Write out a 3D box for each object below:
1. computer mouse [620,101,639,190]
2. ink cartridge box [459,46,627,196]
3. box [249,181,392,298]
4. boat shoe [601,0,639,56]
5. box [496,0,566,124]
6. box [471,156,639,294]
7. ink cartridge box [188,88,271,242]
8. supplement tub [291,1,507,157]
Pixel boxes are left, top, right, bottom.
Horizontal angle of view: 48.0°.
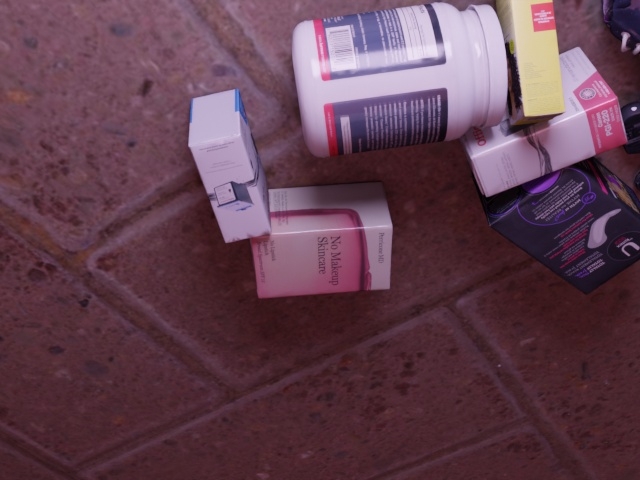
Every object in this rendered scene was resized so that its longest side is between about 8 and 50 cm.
[{"bbox_3d":[0.551,-0.152,1.214,0.071,0.041,0.242,-19,137,22],"label":"computer mouse"},{"bbox_3d":[0.319,-0.179,1.083,0.218,0.158,0.092,-23,131,14],"label":"ink cartridge box"},{"bbox_3d":[0.000,0.000,1.227,0.233,0.126,0.148,-4,130,-1],"label":"box"},{"bbox_3d":[0.490,-0.292,1.041,0.158,0.127,0.340,-7,123,9],"label":"boat shoe"},{"bbox_3d":[0.277,-0.277,0.962,0.058,0.087,0.232,-6,90,2],"label":"box"},{"bbox_3d":[0.412,-0.055,1.207,0.270,0.143,0.165,31,123,-28],"label":"box"},{"bbox_3d":[-0.138,-0.114,1.109,0.082,0.139,0.190,-13,131,4],"label":"ink cartridge box"},{"bbox_3d":[0.104,-0.224,1.002,0.273,0.191,0.191,-7,131,1],"label":"supplement tub"}]
